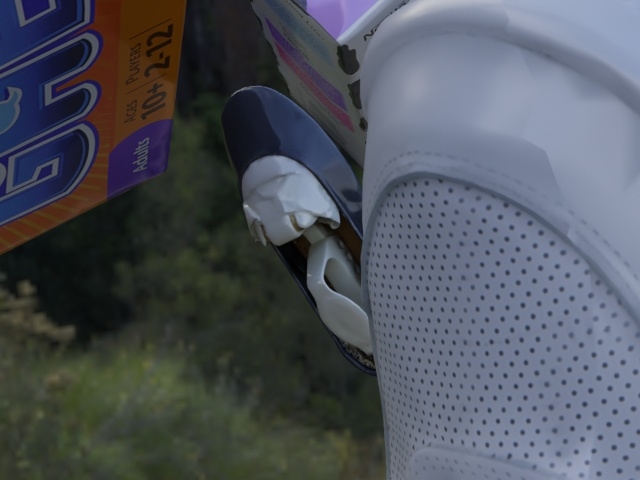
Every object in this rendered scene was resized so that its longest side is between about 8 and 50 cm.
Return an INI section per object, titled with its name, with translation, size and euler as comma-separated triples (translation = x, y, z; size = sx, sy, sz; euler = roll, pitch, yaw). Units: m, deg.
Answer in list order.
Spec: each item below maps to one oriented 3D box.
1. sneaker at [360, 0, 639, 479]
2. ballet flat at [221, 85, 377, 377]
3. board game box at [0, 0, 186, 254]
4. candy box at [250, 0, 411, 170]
[sneaker]
translation = 0.040, 0.138, 0.365
size = 0.210, 0.365, 0.137
euler = -27, 20, -38
[ballet flat]
translation = 0.000, 0.000, 1.109
size = 0.074, 0.203, 0.074
euler = -30, 12, 7
[board game box]
translation = -0.314, -0.179, 1.009
size = 0.356, 0.356, 0.356
euler = -28, -18, -19
[candy box]
translation = 0.055, -0.122, 0.756
size = 0.165, 0.070, 0.196
euler = -43, -16, -4
